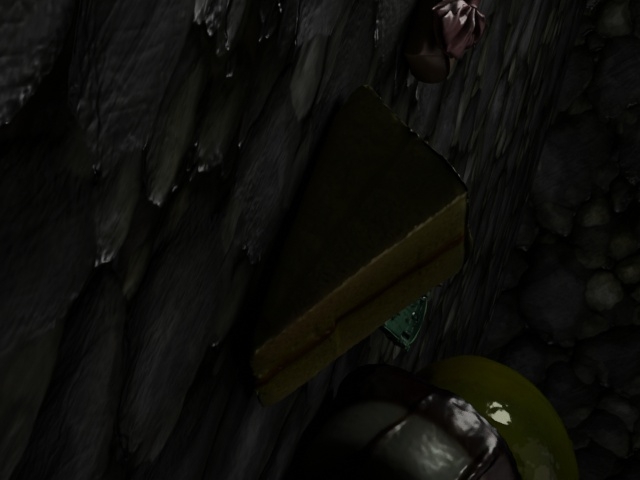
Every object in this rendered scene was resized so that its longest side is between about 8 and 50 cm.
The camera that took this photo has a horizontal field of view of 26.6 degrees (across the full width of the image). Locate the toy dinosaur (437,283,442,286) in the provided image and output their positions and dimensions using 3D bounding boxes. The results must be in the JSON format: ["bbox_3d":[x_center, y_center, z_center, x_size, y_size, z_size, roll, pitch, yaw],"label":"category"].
[{"bbox_3d":[0.176,0.008,2.074,0.162,0.039,0.126,56,42,-68],"label":"toy dinosaur"}]

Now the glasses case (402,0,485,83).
[{"bbox_3d":[0.153,-0.274,1.484,0.102,0.070,0.193,47,61,-75],"label":"glasses case"}]

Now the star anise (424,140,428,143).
[{"bbox_3d":[0.096,-0.050,1.610,0.141,0.042,0.141,14,90,-77],"label":"star anise"}]

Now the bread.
[{"bbox_3d":[-0.002,0.003,1.267,0.264,0.163,0.167,-35,157,-15],"label":"bread"}]

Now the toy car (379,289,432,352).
[{"bbox_3d":[0.090,0.081,1.732,0.093,0.058,0.186,-69,155,-12],"label":"toy car"}]

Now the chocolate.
[{"bbox_3d":[0.080,0.305,1.609,0.186,0.283,0.283,-42,151,-37],"label":"chocolate"}]

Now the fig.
[{"bbox_3d":[0.264,0.360,2.213,0.343,0.343,0.343,18,90,-78],"label":"fig"}]
